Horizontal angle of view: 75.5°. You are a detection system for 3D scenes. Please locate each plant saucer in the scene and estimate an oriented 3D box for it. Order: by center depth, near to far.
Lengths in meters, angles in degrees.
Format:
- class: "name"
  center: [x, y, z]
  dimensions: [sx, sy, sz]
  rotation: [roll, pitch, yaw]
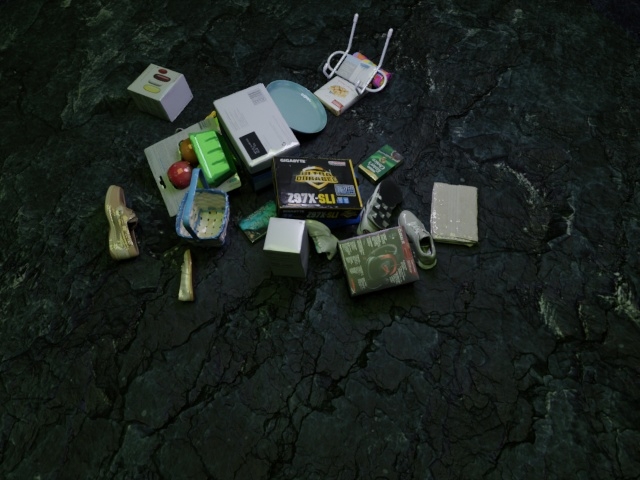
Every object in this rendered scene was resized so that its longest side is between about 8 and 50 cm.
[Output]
- class: "plant saucer"
  center: [-0.118, -0.615, 1.930]
  dimensions: [0.317, 0.044, 0.318]
  rotation: [17, 53, -23]

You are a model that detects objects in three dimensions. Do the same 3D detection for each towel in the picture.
- class: "towel"
  center: [0.554, -0.111, 1.707]
  dimensions: [0.187, 0.049, 0.282]
  rotation: [8, 64, 6]

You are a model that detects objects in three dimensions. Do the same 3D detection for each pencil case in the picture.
- class: "pencil case"
  center: [0.243, -0.846, 2.062]
  dimensions: [0.104, 0.104, 0.236]
  rotation: [-39, 68, -14]

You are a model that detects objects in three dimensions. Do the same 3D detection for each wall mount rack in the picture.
- class: "wall mount rack"
  center: [0.184, -0.876, 1.967]
  dimensions: [0.350, 0.130, 0.304]
  rotation: [36, 96, 21]

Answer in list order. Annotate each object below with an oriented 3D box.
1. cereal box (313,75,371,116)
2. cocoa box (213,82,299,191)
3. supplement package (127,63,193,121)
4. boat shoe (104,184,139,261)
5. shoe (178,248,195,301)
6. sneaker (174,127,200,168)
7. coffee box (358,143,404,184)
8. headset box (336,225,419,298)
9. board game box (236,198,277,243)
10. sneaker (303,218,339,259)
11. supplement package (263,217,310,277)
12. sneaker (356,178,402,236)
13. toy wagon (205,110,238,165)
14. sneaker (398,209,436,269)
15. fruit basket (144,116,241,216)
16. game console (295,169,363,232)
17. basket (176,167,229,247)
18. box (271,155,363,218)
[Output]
- class: "cereal box"
  center: [0.110, -0.735, 2.041]
  dimensions: [0.240, 0.047, 0.173]
  rotation: [-42, 68, -16]
- class: "cocoa box"
  center: [-0.266, -0.432, 1.755]
  dimensions: [0.231, 0.228, 0.347]
  rotation: [-27, 74, -13]
- class: "supplement package"
  center: [-0.786, -0.729, 2.040]
  dimensions: [0.203, 0.149, 0.194]
  rotation: [23, 67, 15]
- class: "boat shoe"
  center: [-0.828, -0.079, 1.747]
  dimensions: [0.110, 0.122, 0.341]
  rotation: [-11, 74, -7]
- class: "shoe"
  center: [-0.532, 0.136, 1.636]
  dimensions: [0.058, 0.076, 0.219]
  rotation: [-6, 65, -5]
- class: "sneaker"
  center: [-0.578, -0.415, 1.894]
  dimensions: [0.271, 0.108, 0.100]
  rotation: [40, 71, 16]
- class: "coffee box"
  center: [0.270, -0.339, 1.839]
  dimensions: [0.184, 0.040, 0.113]
  rotation: [-38, 68, -14]
- class: "headset box"
  center: [0.227, 0.080, 1.572]
  dimensions: [0.293, 0.110, 0.218]
  rotation: [-14, 79, -3]
- class: "board game box"
  center: [-0.246, -0.082, 1.754]
  dimensions: [0.186, 0.026, 0.126]
  rotation: [-37, 67, -14]
- class: "sneaker"
  center: [0.000, 0.000, 1.608]
  dimensions: [0.080, 0.212, 0.094]
  rotation: [5, 62, 48]
- class: "supplement package"
  center: [-0.121, 0.032, 1.568]
  dimensions: [0.133, 0.244, 0.139]
  rotation: [5, 64, 6]
- class: "sneaker"
  center: [0.230, -0.133, 1.700]
  dimensions: [0.122, 0.146, 0.330]
  rotation: [44, 46, -7]
- class: "toy wagon"
  center: [-0.392, -0.503, 1.949]
  dimensions: [0.344, 0.068, 0.267]
  rotation: [32, 69, 18]
- class: "sneaker"
  center: [0.392, -0.023, 1.631]
  dimensions: [0.099, 0.121, 0.262]
  rotation: [-20, 64, -7]
- class: "fruit basket"
  center: [-0.554, -0.317, 1.796]
  dimensions: [0.353, 0.165, 0.327]
  rotation: [-23, 88, 14]
- class: "game console"
  center: [0.021, -0.186, 1.789]
  dimensions: [0.293, 0.173, 0.250]
  rotation: [-10, 33, -2]
- class: "basket"
  center: [-0.469, -0.105, 1.632]
  dimensions: [0.201, 0.289, 0.255]
  rotation: [4, 61, 0]
- class: "box"
  center: [-0.019, -0.205, 1.598]
  dimensions: [0.322, 0.079, 0.257]
  rotation: [0, 58, -15]
